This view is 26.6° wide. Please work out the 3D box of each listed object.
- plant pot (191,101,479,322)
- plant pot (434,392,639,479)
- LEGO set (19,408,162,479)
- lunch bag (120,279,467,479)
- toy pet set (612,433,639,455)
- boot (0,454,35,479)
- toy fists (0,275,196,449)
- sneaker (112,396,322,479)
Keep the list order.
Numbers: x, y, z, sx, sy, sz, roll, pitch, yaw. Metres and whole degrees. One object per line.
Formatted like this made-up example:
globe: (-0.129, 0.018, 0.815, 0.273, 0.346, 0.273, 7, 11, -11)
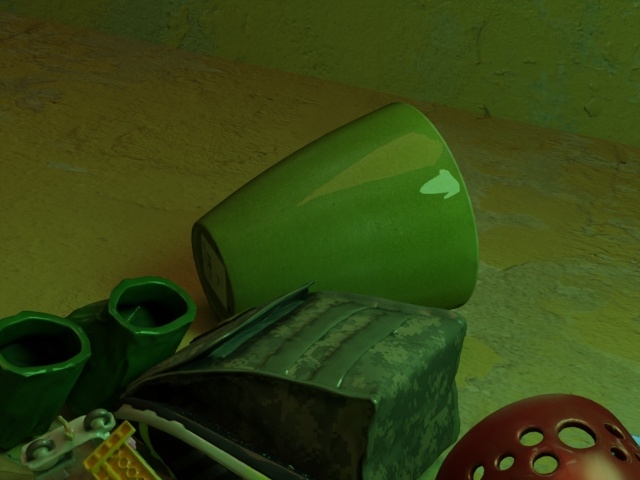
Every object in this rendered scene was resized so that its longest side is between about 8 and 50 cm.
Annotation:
plant pot: (0.000, 0.000, 1.677, 0.293, 0.275, 0.275, -18, 28, -19)
plant pot: (0.209, 0.251, 1.124, 0.191, 0.191, 0.174, 0, 29, -21)
LEGO set: (-0.125, 0.255, 1.004, 0.132, 0.107, 0.287, -26, 54, 5)
lunch bag: (-0.028, 0.146, 1.349, 0.287, 0.169, 0.235, 10, 19, 25)
toy pet set: (0.340, 0.232, 1.399, 0.114, 0.065, 0.122, 13, 20, 13)
boot: (-0.214, 0.257, 1.076, 0.269, 0.089, 0.236, 17, 27, 12)
toy fists: (-0.252, 0.121, 1.339, 0.096, 0.142, 0.279, 46, 35, 19)
sneaker: (-0.098, 0.218, 1.201, 0.234, 0.097, 0.084, 25, -3, 20)
